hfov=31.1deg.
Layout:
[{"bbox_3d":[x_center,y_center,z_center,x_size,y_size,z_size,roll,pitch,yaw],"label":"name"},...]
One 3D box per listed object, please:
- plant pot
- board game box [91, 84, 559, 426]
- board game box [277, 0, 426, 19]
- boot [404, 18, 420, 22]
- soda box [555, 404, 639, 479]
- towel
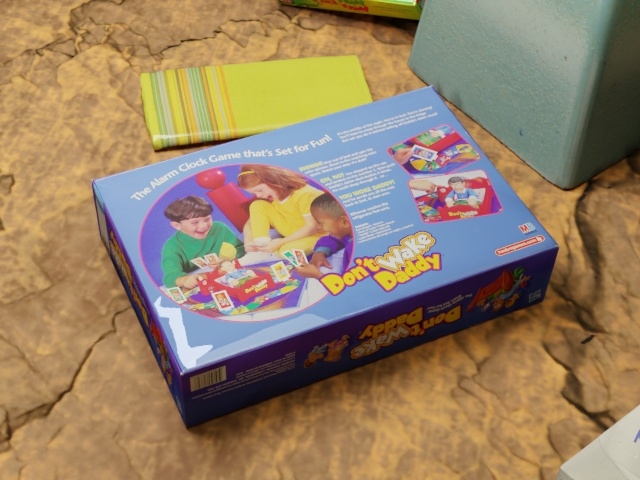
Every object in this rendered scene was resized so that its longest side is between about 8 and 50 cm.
[{"bbox_3d":[0.268,-0.255,1.161,0.247,0.252,0.248,-29,56,-26],"label":"plant pot"},{"bbox_3d":[0.000,0.000,1.031,0.347,0.078,0.233,-17,51,-18],"label":"board game box"},{"bbox_3d":[0.039,-0.304,1.281,0.181,0.043,0.092,12,82,24],"label":"board game box"},{"bbox_3d":[0.150,-0.357,1.345,0.244,0.088,0.176,-42,61,-14],"label":"boot"},{"bbox_3d":[0.305,0.155,0.895,0.286,0.098,0.091,-30,56,-26],"label":"soda box"},{"bbox_3d":[-0.065,-0.145,1.201,0.237,0.021,0.102,-7,54,-10],"label":"towel"}]
